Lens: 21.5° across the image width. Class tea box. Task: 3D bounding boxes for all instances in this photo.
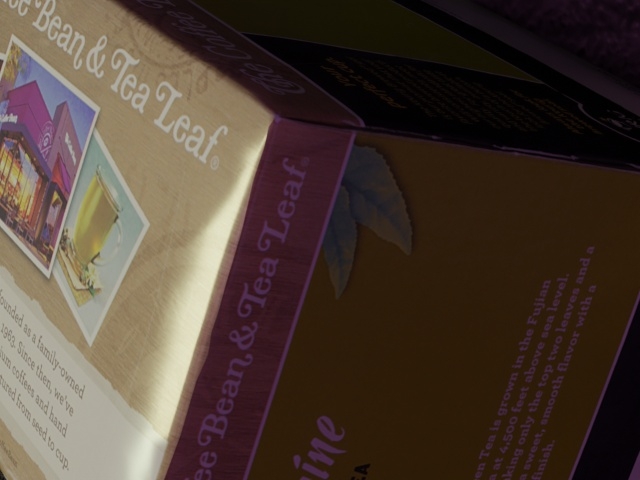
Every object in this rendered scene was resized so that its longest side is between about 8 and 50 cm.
[{"bbox_3d":[0.000,0.000,0.809,0.329,0.323,0.220,39,116,51],"label":"tea box"}]
